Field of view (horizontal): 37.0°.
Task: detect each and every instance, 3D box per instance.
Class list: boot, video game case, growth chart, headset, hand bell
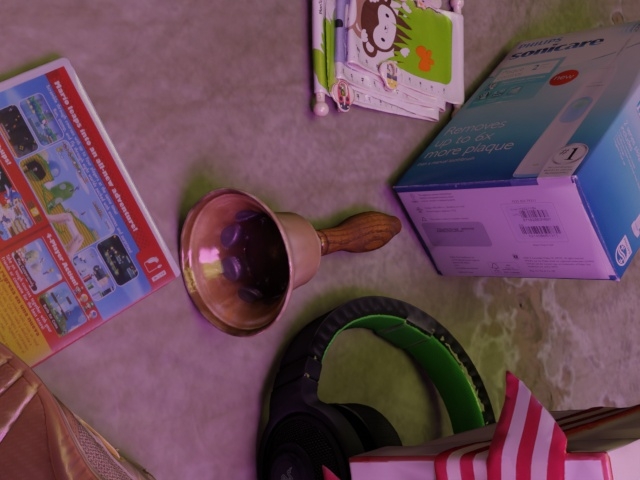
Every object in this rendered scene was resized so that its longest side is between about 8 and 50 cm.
[{"bbox_3d":[-0.181,0.160,0.651,0.262,0.203,0.095,43,77,-1],"label":"boot"},{"bbox_3d":[-0.261,0.005,0.712,0.285,0.025,0.204,-34,102,-36],"label":"video game case"},{"bbox_3d":[0.076,-0.207,1.014,0.237,0.021,0.172,-1,83,-40],"label":"growth chart"},{"bbox_3d":[0.038,0.244,0.858,0.243,0.185,0.394,31,49,-25],"label":"headset"},{"bbox_3d":[0.000,0.000,0.884,0.242,0.126,0.126,-15,91,-51],"label":"hand bell"}]

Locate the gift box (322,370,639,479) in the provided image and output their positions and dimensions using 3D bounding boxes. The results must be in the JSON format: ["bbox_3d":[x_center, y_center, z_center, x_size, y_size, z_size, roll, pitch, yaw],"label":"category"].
[{"bbox_3d":[0.166,0.229,0.692,0.258,0.255,0.277,-5,78,-44],"label":"gift box"}]

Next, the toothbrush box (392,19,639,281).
[{"bbox_3d":[0.253,-0.099,0.999,0.295,0.216,0.126,-47,120,-33],"label":"toothbrush box"}]
